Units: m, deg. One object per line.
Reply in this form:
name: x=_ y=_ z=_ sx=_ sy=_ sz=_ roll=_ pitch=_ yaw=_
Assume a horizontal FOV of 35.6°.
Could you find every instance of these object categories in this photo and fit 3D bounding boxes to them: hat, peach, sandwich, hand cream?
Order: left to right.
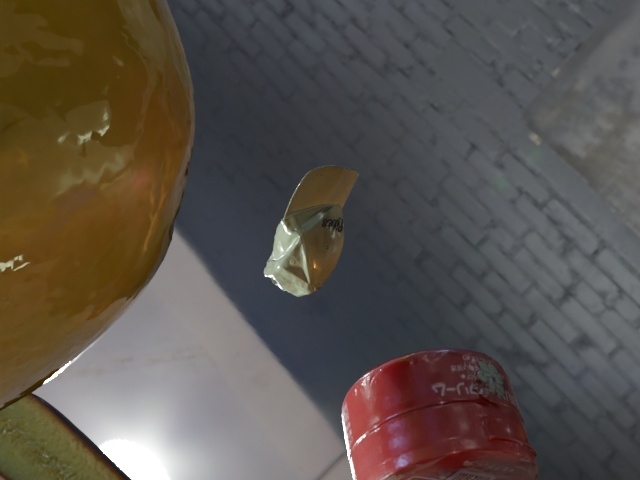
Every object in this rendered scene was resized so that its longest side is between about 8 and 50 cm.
peach: x=-0.221 y=-0.045 z=0.444 sx=0.315 sy=0.282 sz=0.314 roll=-29 pitch=-155 yaw=-30
sandwich: x=-0.253 y=0.253 z=1.017 sx=0.258 sy=0.094 sz=0.096 roll=38 pitch=158 yaw=13
hat: x=-0.001 y=-0.007 z=1.140 sx=0.081 sy=0.166 sz=0.122 roll=33 pitch=-176 yaw=22
hand cream: x=0.141 y=0.246 z=1.216 sx=0.230 sy=0.230 sz=0.149 roll=25 pitch=-143 yaw=-35
